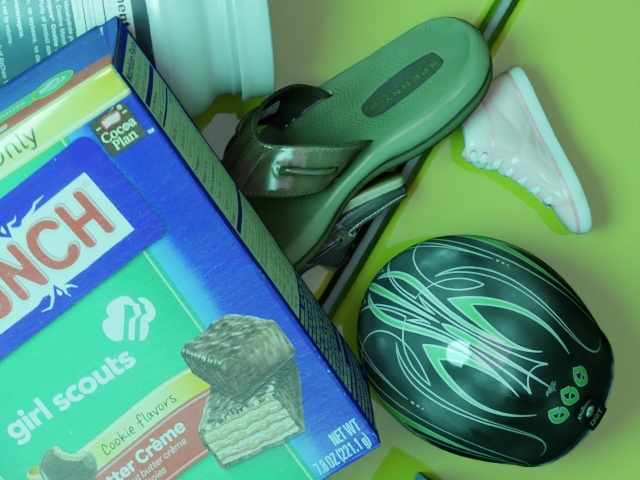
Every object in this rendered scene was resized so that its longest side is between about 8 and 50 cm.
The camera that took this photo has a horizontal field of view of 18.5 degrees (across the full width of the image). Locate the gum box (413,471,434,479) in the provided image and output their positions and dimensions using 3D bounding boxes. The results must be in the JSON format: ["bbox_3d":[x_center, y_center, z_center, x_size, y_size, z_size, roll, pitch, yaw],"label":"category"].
[{"bbox_3d":[0.054,0.247,1.369,0.041,0.184,0.157,31,88,-3],"label":"gum box"}]

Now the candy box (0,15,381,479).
[{"bbox_3d":[-0.155,0.062,1.280,0.268,0.122,0.317,-33,110,7],"label":"candy box"}]

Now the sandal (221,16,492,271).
[{"bbox_3d":[-0.013,-0.070,1.391,0.303,0.086,0.120,-41,50,-8],"label":"sandal"}]

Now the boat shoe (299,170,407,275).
[{"bbox_3d":[0.000,0.000,1.437,0.152,0.056,0.049,-28,100,3],"label":"boat shoe"}]

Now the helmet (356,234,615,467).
[{"bbox_3d":[0.109,0.074,1.388,0.161,0.169,0.169,32,88,-30],"label":"helmet"}]

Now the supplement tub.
[{"bbox_3d":[-0.177,-0.165,1.355,0.272,0.191,0.191,-8,90,-4],"label":"supplement tub"}]

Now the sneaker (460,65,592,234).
[{"bbox_3d":[0.145,-0.055,1.445,0.070,0.051,0.134,-26,88,-2],"label":"sneaker"}]
